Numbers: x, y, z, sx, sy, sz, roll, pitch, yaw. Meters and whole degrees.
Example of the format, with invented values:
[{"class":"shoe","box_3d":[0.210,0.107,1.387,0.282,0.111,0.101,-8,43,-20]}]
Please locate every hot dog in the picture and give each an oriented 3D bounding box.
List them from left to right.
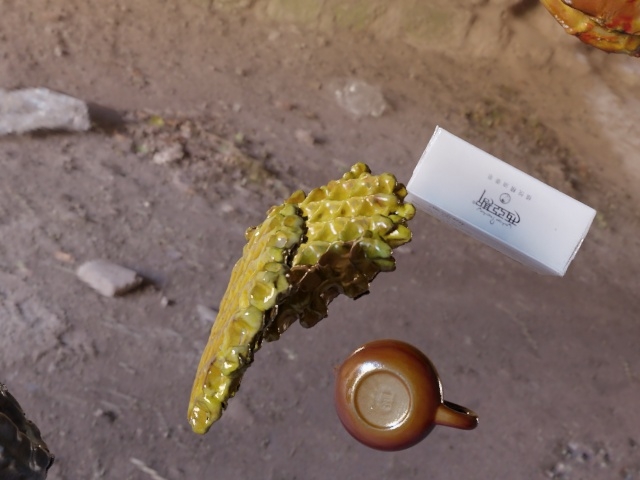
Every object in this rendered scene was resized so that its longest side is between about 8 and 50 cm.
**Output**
[{"class":"hot dog","box_3d":[0.329,-0.271,1.015,0.256,0.150,0.153,1,77,-15]}]

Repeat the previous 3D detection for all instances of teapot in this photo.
[{"class":"teapot","box_3d":[0.133,0.248,1.608,0.252,0.178,0.135,16,10,13]}]

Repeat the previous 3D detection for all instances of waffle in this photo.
[{"class":"waffle","box_3d":[-0.081,0.079,1.086,0.052,0.245,0.254,25,23,-9]},{"class":"waffle","box_3d":[0.000,0.000,1.284,0.069,0.259,0.293,54,17,-27]}]

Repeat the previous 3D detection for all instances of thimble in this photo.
[{"class":"thimble","box_3d":[-0.464,0.264,1.294,0.205,0.172,0.236,36,-18,41]}]

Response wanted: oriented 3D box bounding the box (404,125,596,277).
[{"class":"box","box_3d":[0.274,-0.056,1.597,0.274,0.116,0.203,29,0,4]}]
